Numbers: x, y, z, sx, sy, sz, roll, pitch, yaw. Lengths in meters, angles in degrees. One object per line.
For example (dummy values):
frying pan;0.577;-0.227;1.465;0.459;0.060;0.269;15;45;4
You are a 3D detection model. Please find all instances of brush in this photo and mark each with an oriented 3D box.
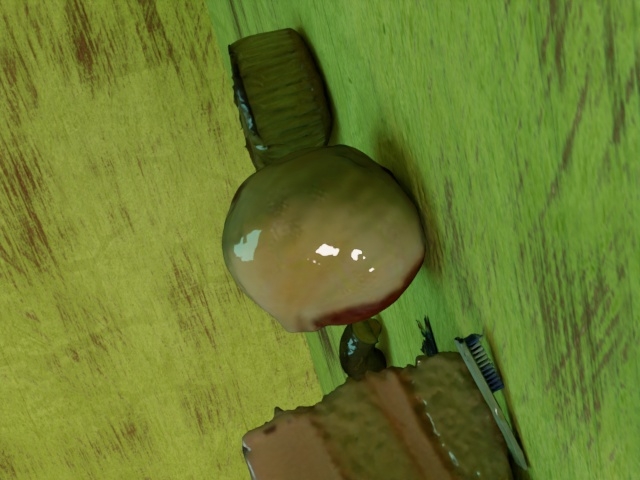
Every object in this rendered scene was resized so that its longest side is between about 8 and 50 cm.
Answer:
brush;0.202;0.182;1.027;0.179;0.030;0.033;62;167;-13

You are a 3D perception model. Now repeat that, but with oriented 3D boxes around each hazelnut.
hazelnut;0.000;0.000;1.143;0.261;0.261;0.241;-129;57;-67

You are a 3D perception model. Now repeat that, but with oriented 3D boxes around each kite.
kite;0.157;0.150;1.310;0.122;0.004;0.090;82;166;-54

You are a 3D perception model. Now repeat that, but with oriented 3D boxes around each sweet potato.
sweet potato;0.089;0.225;1.728;0.286;0.085;0.112;63;-142;-67

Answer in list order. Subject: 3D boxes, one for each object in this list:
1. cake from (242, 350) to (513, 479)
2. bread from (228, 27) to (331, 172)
cake;0.081;0.329;1.176;0.314;0.306;0.293;88;160;-66
bread;-0.069;-0.220;1.492;0.253;0.142;0.228;88;160;-73
